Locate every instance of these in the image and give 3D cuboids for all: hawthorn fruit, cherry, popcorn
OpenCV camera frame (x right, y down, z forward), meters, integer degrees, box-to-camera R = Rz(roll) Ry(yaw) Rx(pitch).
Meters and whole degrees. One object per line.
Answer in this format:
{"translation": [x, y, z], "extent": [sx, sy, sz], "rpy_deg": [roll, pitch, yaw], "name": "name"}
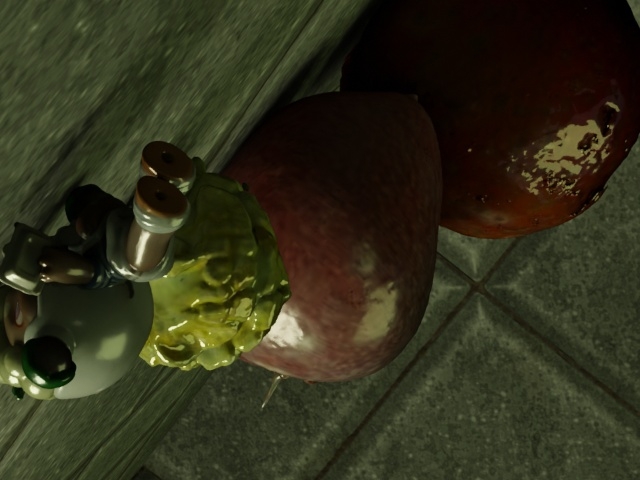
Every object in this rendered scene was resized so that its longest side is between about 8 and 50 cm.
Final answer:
{"translation": [0.175, -0.154, 1.930], "extent": [0.316, 0.316, 0.316], "rpy_deg": [-51, 177, -3], "name": "hawthorn fruit"}
{"translation": [0.000, 0.000, 1.741], "extent": [0.307, 0.221, 0.261], "rpy_deg": [-64, -173, -4], "name": "cherry"}
{"translation": [-0.089, 0.025, 1.409], "extent": [0.141, 0.135, 0.162], "rpy_deg": [-60, 174, 12], "name": "popcorn"}

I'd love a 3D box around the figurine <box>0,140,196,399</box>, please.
{"translation": [-0.132, 0.019, 1.110], "extent": [0.197, 0.093, 0.147], "rpy_deg": [115, -10, -46], "name": "figurine"}
